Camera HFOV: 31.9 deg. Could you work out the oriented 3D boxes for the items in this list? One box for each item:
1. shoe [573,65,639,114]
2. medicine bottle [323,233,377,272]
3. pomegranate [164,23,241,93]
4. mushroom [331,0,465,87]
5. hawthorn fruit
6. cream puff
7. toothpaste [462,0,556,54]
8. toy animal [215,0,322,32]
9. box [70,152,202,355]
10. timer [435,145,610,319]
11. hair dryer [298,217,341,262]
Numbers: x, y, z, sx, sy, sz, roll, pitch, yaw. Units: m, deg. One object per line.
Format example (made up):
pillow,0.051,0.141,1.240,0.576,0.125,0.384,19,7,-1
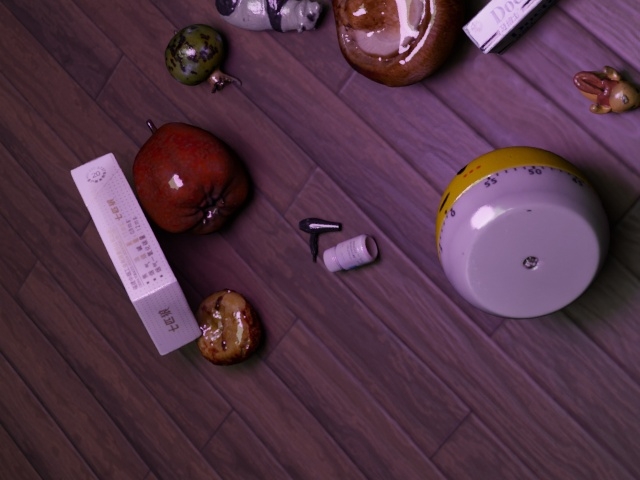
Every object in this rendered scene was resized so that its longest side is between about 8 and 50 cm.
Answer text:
shoe,0.441,-0.228,1.730,0.109,0.069,0.072,48,115,26
medicine bottle,0.053,0.024,1.987,0.089,0.052,0.052,-20,83,30
pomegranate,-0.221,-0.333,2.102,0.161,0.122,0.122,43,117,-11
mushroom,0.126,-0.384,1.858,0.253,0.153,0.253,9,107,30
hawthorn fruit,-0.255,-0.135,2.082,0.208,0.208,0.248,-48,58,24
cream puff,-0.170,0.164,2.113,0.149,0.084,0.149,-1,88,32
toothpaste,0.370,-0.427,1.752,0.336,0.081,0.067,-44,75,26
toy animal,-0.094,-0.434,2.024,0.225,0.094,0.121,13,110,20
box,-0.343,0.024,2.088,0.095,0.210,0.330,-25,57,-8
timer,0.303,-0.037,1.753,0.285,0.285,0.285,2,94,31
hair dryer,0.000,0.000,2.039,0.079,0.031,0.083,5,110,22
